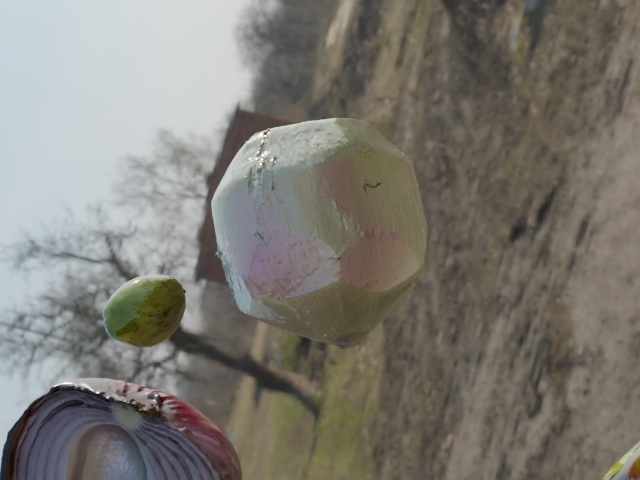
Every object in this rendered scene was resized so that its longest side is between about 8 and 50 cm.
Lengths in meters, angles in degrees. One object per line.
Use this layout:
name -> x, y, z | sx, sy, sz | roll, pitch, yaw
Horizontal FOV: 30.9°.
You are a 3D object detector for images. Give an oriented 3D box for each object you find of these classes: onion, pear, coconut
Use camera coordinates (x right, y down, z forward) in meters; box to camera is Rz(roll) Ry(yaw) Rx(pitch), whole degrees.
onion -> -0.185, 0.263, 1.053 | 0.284, 0.227, 0.120 | -67, -19, 10
pear -> -0.259, 0.105, 1.726 | 0.107, 0.131, 0.107 | 158, 90, -80
coconut -> -0.002, 0.001, 1.220 | 0.227, 0.227, 0.231 | 115, 146, -76

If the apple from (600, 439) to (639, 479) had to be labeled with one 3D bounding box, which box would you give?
apple -> 0.342, 0.243, 1.023 | 0.196, 0.195, 0.196 | -165, 90, -87
